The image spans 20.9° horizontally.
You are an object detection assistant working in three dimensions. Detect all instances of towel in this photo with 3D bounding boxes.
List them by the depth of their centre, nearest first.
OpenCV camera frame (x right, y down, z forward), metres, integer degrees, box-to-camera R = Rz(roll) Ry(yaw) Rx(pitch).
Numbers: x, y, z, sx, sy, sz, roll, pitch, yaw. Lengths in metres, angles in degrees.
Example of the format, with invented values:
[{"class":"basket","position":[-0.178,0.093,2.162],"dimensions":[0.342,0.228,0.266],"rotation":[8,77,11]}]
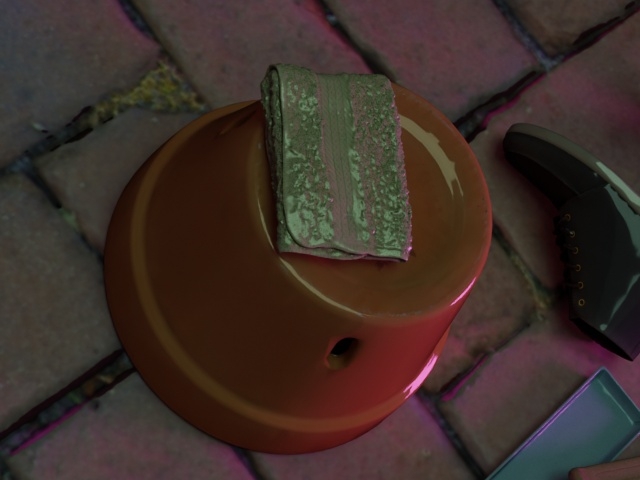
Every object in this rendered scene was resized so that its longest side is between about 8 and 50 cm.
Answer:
[{"class":"towel","position":[0.013,-0.056,1.240],"dimensions":[0.110,0.027,0.148],"rotation":[3,69,-25]}]

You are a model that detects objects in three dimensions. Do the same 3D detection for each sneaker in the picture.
[{"class":"sneaker","position":[0.226,-0.001,1.526],"dimensions":[0.222,0.083,0.118],"rotation":[40,83,12]}]

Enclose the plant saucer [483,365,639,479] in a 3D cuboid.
[{"class":"plant saucer","position":[0.202,0.187,1.476],"dimensions":[0.192,0.018,0.067],"rotation":[-39,90,-31]}]

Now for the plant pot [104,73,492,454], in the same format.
[{"class":"plant pot","position":[0.000,0.000,1.347],"dimensions":[0.290,0.203,0.291],"rotation":[10,65,-22]}]

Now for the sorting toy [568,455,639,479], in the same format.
[{"class":"sorting toy","position":[0.345,0.315,1.443],"dimensions":[0.229,0.041,0.307],"rotation":[-3,58,-33]}]
